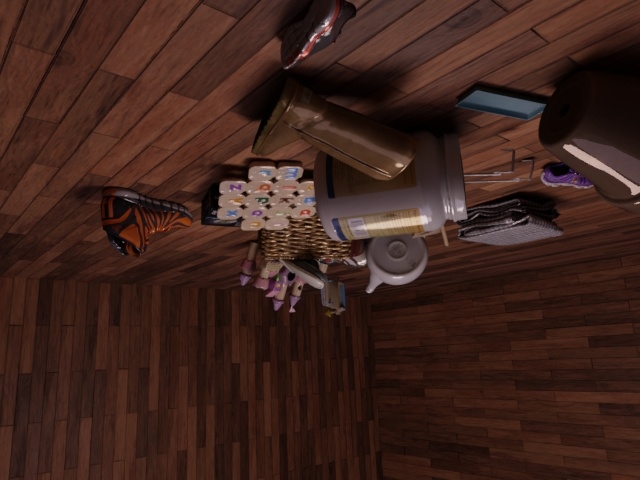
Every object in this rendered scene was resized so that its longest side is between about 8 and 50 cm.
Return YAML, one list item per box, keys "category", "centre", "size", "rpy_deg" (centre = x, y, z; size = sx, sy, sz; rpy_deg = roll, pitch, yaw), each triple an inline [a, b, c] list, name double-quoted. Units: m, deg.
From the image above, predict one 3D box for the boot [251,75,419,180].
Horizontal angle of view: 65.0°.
- category: "boot"
  centre: [0.016, -0.184, 0.985]
  size: [0.270, 0.089, 0.236]
  rpy_deg: [23, 158, -17]

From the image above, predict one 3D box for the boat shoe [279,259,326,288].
- category: "boat shoe"
  centre: [-0.058, 0.065, 1.653]
  size: [0.116, 0.099, 0.319]
  rpy_deg: [47, 170, -28]

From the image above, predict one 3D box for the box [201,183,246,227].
- category: "box"
  centre: [-0.268, -0.099, 1.500]
  size: [0.148, 0.077, 0.180]
  rpy_deg: [3, 166, -23]

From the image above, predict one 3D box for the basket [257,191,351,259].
- category: "basket"
  centre: [-0.052, -0.074, 1.622]
  size: [0.300, 0.222, 0.213]
  rpy_deg: [0, -160, -9]

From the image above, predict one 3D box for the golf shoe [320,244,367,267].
- category: "golf shoe"
  centre: [0.100, 0.038, 2.038]
  size: [0.273, 0.105, 0.120]
  rpy_deg: [2, 139, 15]

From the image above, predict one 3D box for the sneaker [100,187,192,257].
- category: "sneaker"
  centre: [-0.522, -0.032, 1.513]
  size: [0.125, 0.179, 0.321]
  rpy_deg: [-11, 164, 33]

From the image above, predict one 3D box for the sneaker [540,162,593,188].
- category: "sneaker"
  centre: [0.692, -0.182, 1.366]
  size: [0.170, 0.068, 0.071]
  rpy_deg: [-4, 161, 7]

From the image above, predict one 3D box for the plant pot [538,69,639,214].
- category: "plant pot"
  centre: [0.547, -0.203, 0.927]
  size: [0.230, 0.262, 0.263]
  rpy_deg: [18, 163, -10]

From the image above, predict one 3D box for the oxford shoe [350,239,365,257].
- category: "oxford shoe"
  centre: [0.000, 0.000, 1.946]
  size: [0.349, 0.122, 0.130]
  rpy_deg: [8, 178, -18]

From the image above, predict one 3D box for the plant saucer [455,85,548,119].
- category: "plant saucer"
  centre: [0.366, -0.275, 1.005]
  size: [0.192, 0.018, 0.067]
  rpy_deg: [2, 166, -23]

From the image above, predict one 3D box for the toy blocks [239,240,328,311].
- category: "toy blocks"
  centre: [-0.157, 0.177, 2.093]
  size: [0.309, 0.259, 0.289]
  rpy_deg: [22, -174, 43]

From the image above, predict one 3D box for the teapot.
- category: "teapot"
  centre: [0.297, 0.063, 1.947]
  size: [0.256, 0.252, 0.187]
  rpy_deg: [-2, 159, 6]

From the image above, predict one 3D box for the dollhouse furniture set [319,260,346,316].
- category: "dollhouse furniture set"
  centre: [-0.027, 0.200, 2.337]
  size: [0.198, 0.303, 0.286]
  rpy_deg: [-9, 165, 21]

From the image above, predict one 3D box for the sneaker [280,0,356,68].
- category: "sneaker"
  centre: [-0.004, -0.299, 0.744]
  size: [0.065, 0.061, 0.158]
  rpy_deg: [-1, 169, -35]

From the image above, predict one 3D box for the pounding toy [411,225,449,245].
- category: "pounding toy"
  centre: [0.340, -0.042, 1.690]
  size: [0.154, 0.154, 0.269]
  rpy_deg: [-8, 167, 4]

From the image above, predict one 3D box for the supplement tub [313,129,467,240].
- category: "supplement tub"
  centre: [0.163, -0.124, 1.146]
  size: [0.317, 0.228, 0.228]
  rpy_deg: [-6, 166, 17]

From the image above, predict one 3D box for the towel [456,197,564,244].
- category: "towel"
  centre: [0.650, -0.068, 1.740]
  size: [0.235, 0.121, 0.284]
  rpy_deg: [9, 164, -35]

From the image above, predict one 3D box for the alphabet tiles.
- category: "alphabet tiles"
  centre: [-0.139, -0.115, 1.372]
  size: [0.278, 0.021, 0.284]
  rpy_deg: [-2, 147, -16]

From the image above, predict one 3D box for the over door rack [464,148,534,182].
- category: "over door rack"
  centre: [0.373, -0.139, 1.312]
  size: [0.325, 0.108, 0.240]
  rpy_deg: [-11, 175, 32]

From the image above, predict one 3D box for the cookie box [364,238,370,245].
- category: "cookie box"
  centre: [0.166, 0.009, 2.127]
  size: [0.107, 0.040, 0.092]
  rpy_deg: [-12, 163, 32]

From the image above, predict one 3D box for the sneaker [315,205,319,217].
- category: "sneaker"
  centre: [0.124, -0.122, 1.424]
  size: [0.269, 0.101, 0.153]
  rpy_deg: [-13, 158, -40]
